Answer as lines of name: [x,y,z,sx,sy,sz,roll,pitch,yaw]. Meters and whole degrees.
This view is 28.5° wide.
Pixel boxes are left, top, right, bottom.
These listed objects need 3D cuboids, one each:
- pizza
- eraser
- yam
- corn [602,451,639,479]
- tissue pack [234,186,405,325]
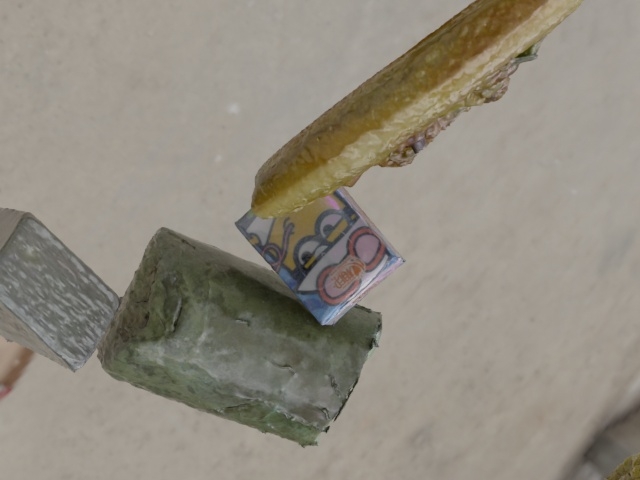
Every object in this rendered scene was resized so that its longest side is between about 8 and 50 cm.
pizza: [0.082,-0.126,1.114,0.268,0.087,0.258,-35,178,-31]
eraser: [-0.271,0.034,1.098,0.111,0.352,0.077,46,73,-21]
yam: [-0.096,0.115,1.452,0.195,0.300,0.195,-159,-90,-84]
corn: [0.428,0.332,1.224,0.131,0.344,0.131,-56,177,-5]
tissue pack: [0.000,0.000,1.376,0.115,0.155,0.065,-43,166,8]
